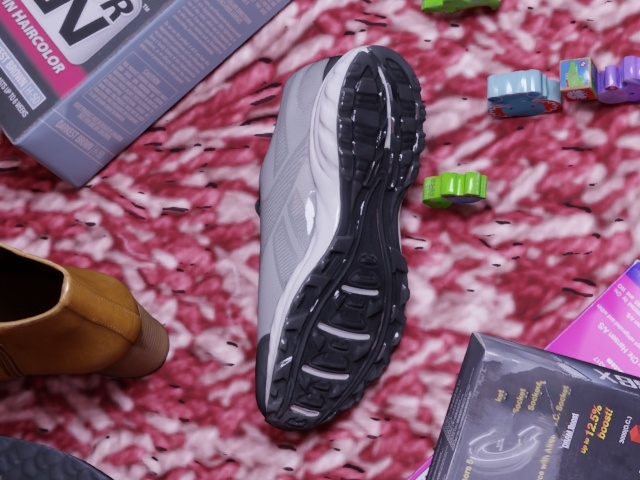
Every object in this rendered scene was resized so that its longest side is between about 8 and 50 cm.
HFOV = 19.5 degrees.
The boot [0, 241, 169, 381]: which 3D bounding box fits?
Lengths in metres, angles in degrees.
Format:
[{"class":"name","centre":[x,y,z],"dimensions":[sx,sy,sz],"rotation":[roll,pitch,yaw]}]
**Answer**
[{"class":"boot","centre":[-0.268,0.046,1.310],"dimensions":[0.295,0.211,0.104],"rotation":[-1,73,20]}]

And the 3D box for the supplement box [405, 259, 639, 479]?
[{"class":"supplement box","centre":[0.166,0.136,1.183],"dimensions":[0.220,0.111,0.114],"rotation":[-43,67,4]}]

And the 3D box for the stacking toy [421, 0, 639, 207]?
[{"class":"stacking toy","centre":[0.176,-0.106,1.291],"dimensions":[0.221,0.052,0.167],"rotation":[-4,71,21]}]

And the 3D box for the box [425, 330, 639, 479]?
[{"class":"box","centre":[0.160,0.234,1.081],"dimensions":[0.243,0.076,0.307],"rotation":[16,95,-4]}]

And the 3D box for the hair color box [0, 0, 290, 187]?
[{"class":"hair color box","centre":[-0.113,-0.238,1.395],"dimensions":[0.374,0.113,0.185],"rotation":[-41,65,3]}]

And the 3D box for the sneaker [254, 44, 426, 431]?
[{"class":"sneaker","centre":[0.000,0.000,1.305],"dimensions":[0.108,0.100,0.271],"rotation":[2,78,50]}]

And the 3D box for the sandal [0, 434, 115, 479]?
[{"class":"sandal","centre":[-0.251,0.211,1.327],"dimensions":[0.446,0.107,0.167],"rotation":[18,81,36]}]
